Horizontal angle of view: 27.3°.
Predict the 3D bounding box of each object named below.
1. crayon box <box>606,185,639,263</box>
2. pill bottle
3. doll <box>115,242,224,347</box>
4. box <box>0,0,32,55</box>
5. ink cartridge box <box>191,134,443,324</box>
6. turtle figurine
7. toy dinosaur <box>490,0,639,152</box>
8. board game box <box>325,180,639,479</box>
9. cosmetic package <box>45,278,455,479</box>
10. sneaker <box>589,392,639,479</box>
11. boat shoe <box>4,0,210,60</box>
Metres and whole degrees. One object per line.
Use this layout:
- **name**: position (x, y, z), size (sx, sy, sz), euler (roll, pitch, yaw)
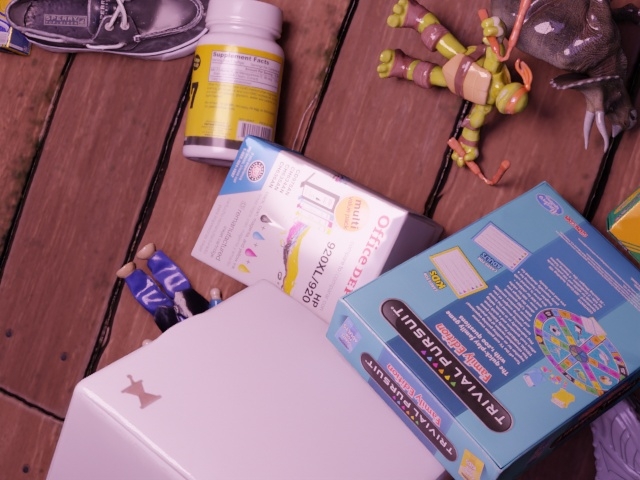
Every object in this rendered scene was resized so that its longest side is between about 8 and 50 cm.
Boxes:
- **crayon box**: position (0.478, -0.055, 1.471), size (0.165, 0.081, 0.278), euler (44, 107, -1)
- **pill bottle**: position (-0.109, -0.202, 1.713), size (0.119, 0.119, 0.208), euler (6, 87, 20)
- **doll**: position (-0.191, 0.099, 1.754), size (0.129, 0.046, 0.189), euler (-42, 79, 2)
- **box**: position (-0.435, -0.352, 1.875), size (0.054, 0.059, 0.168), euler (11, 89, 21)
- **ink cartridge box**: position (0.000, 0.000, 1.629), size (0.233, 0.168, 0.171), euler (27, 94, 20)
- **turtle figurine**: position (0.178, -0.215, 1.601), size (0.217, 0.087, 0.269), euler (35, 141, 29)
- **toy dinosaur**: position (0.282, -0.271, 1.574), size (0.160, 0.121, 0.313), euler (-43, 75, -8)
- **board game box**: position (0.215, 0.102, 1.467), size (0.254, 0.336, 0.079), euler (47, 145, 23)
- **cosmetic package**: position (-0.098, 0.325, 1.479), size (0.327, 0.329, 0.393), euler (37, 127, 19)
- **sneaker**: position (0.347, 0.255, 1.527), size (0.115, 0.090, 0.232), euler (-38, 73, 17)
- **boat shoe**: position (-0.281, -0.308, 1.787), size (0.301, 0.102, 0.108), euler (4, 88, 15)
